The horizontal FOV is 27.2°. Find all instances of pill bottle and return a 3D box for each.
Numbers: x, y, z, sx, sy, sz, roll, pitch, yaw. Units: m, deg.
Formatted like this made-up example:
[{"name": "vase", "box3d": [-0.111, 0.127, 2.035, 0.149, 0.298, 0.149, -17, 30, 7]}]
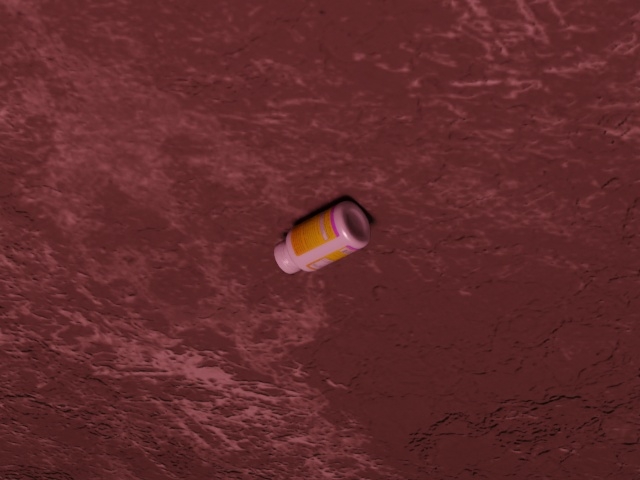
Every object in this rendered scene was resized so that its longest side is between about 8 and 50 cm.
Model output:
[{"name": "pill bottle", "box3d": [0.000, 0.000, 1.149, 0.083, 0.043, 0.043, -26, 127, 34]}]
